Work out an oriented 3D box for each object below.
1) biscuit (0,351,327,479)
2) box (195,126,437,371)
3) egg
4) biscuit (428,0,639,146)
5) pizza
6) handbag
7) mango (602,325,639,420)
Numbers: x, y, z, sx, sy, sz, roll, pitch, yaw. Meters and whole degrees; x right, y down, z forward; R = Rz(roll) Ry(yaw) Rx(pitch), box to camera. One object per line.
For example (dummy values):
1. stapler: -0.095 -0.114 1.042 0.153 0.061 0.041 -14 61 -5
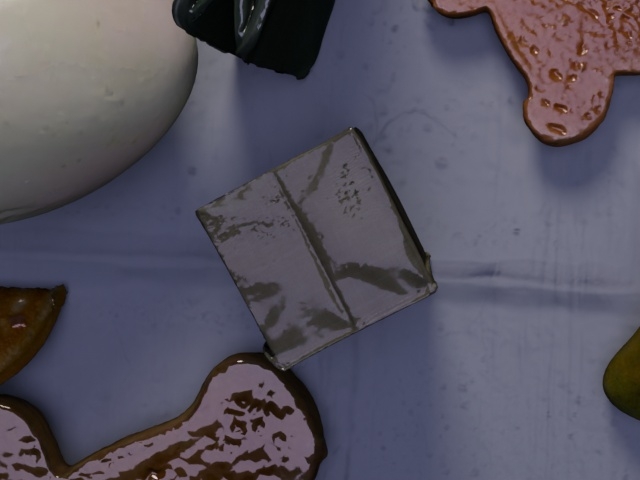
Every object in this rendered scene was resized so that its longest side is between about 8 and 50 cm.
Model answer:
1. biscuit: -0.165 0.286 1.290 0.394 0.076 0.368 -19 93 2
2. box: 0.000 0.000 1.173 0.155 0.231 0.149 -28 93 6
3. egg: -0.278 -0.154 1.153 0.345 0.283 0.283 -11 94 -4
4. biscuit: 0.195 -0.262 1.232 0.205 0.049 0.324 -38 92 4
5. pizza: -0.332 0.091 1.277 0.131 0.041 0.178 27 62 20
6. handbag: -0.017 -0.271 1.146 0.079 0.247 0.260 26 97 8
7. mango: 0.375 0.051 1.213 0.146 0.129 0.289 24 104 -1
